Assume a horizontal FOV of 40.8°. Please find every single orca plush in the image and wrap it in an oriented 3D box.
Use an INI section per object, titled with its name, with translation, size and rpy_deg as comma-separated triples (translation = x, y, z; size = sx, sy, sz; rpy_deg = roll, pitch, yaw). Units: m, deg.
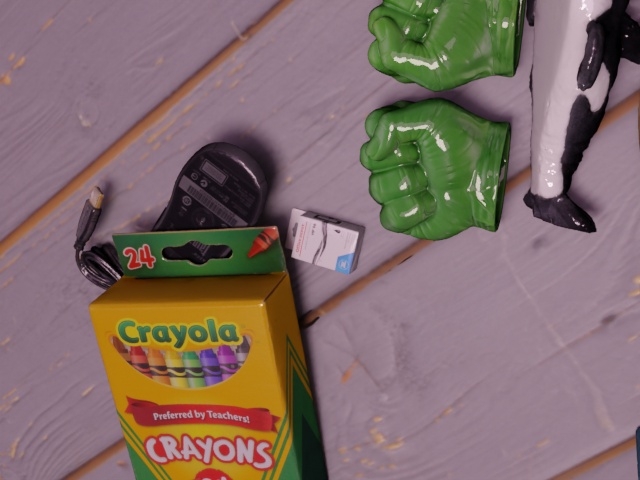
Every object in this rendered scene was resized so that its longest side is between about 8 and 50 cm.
[orca plush]
translation = 0.247, -0.147, 0.747
size = 0.102, 0.151, 0.287
rpy_deg = -5, 106, -4

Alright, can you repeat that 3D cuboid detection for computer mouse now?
[computer mouse]
translation = -0.164, -0.025, 0.941
size = 0.184, 0.060, 0.262
rpy_deg = 33, 121, 5

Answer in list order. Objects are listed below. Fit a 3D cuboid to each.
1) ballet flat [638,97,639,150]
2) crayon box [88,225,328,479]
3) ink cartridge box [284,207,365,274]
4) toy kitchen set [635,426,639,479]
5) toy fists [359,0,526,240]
[ballet flat]
translation = 0.328, -0.050, 0.762
size = 0.080, 0.073, 0.232
rpy_deg = -6, 99, 19
[crayon box]
translation = -0.120, 0.147, 0.918
size = 0.202, 0.081, 0.319
rpy_deg = -3, 111, 19
[ink cartridge box]
translation = 0.000, 0.000, 0.905
size = 0.083, 0.028, 0.048
rpy_deg = 16, 106, 15
[toy kitchen set]
translation = 0.324, 0.304, 0.812
size = 0.166, 0.122, 0.207
rpy_deg = -37, 88, 21
[toy fists]
translation = 0.107, -0.137, 0.806
size = 0.142, 0.096, 0.279
rpy_deg = 7, 105, 18
